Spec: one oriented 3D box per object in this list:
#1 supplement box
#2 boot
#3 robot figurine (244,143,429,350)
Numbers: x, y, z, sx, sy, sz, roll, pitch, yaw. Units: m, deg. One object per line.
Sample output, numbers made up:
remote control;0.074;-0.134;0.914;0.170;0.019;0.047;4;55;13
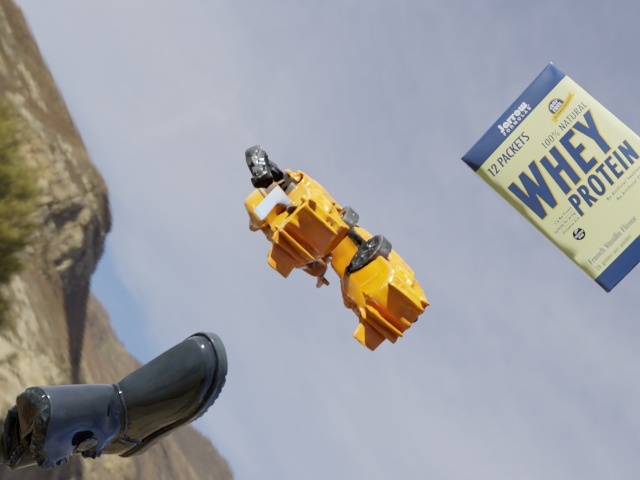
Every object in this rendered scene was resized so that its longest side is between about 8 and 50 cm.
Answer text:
supplement box;0.116;-0.026;0.396;0.083;0.056;0.083;44;9;12
boot;-0.256;0.201;1.076;0.246;0.207;0.094;-42;-119;26
robot figurine;0.000;0.000;0.849;0.211;0.085;0.291;42;1;-14
